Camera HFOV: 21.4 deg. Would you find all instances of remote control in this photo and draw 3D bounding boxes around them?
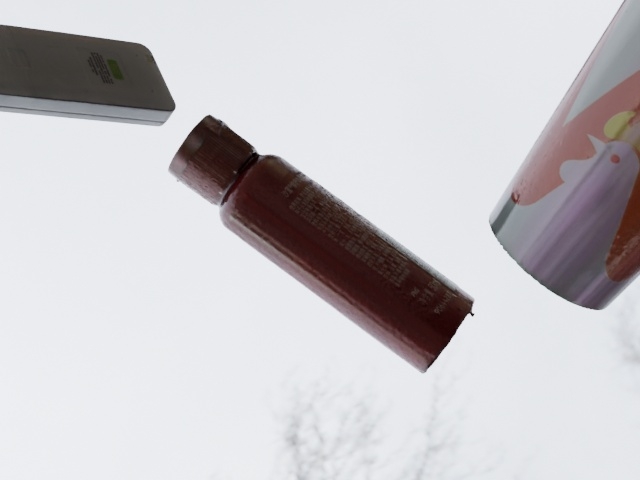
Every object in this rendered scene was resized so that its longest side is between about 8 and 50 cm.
[{"bbox_3d":[-0.267,-0.172,1.756,0.250,0.034,0.103,1,-127,-43],"label":"remote control"}]

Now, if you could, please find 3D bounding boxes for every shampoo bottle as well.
[{"bbox_3d":[0.000,0.001,1.599,0.314,0.076,0.118,36,-148,2],"label":"shampoo bottle"}]

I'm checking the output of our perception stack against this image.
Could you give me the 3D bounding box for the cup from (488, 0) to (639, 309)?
[{"bbox_3d":[0.279,-0.089,1.427,0.203,0.288,0.203,29,-155,-15],"label":"cup"}]
